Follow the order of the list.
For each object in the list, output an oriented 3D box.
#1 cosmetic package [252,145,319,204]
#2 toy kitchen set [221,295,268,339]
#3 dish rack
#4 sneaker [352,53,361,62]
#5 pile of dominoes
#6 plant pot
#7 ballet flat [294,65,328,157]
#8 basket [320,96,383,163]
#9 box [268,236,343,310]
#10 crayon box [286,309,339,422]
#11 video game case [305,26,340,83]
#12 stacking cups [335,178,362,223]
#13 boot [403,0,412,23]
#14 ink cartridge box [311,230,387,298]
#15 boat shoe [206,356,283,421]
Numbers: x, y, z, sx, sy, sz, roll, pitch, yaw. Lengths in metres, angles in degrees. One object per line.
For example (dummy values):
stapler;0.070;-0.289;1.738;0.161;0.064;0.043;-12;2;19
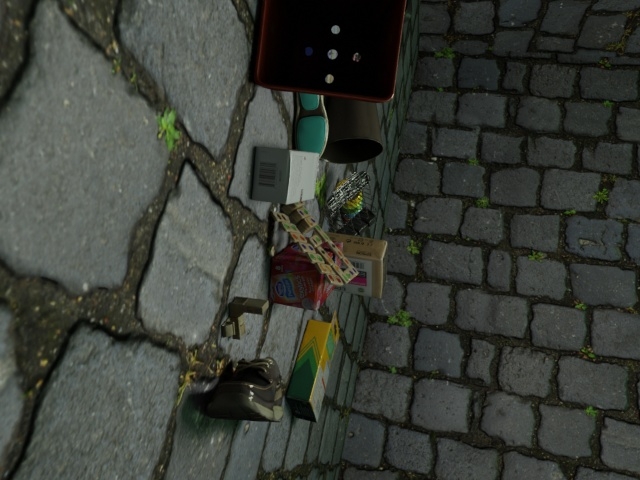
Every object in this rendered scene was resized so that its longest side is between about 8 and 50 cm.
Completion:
cosmetic package;-0.073;-0.147;1.201;0.231;0.086;0.117;-29;127;-72
toy kitchen set;-0.151;0.168;1.083;0.068;0.075;0.083;-51;143;-63
dish rack;0.092;-0.105;1.784;0.208;0.074;0.271;-41;142;-20
sneaker;0.146;-0.645;1.868;0.119;0.057;0.047;-28;128;-72
pile of dominoes;0.000;0.000;1.316;0.040;0.251;0.196;-42;176;20
plant pot;0.023;-0.418;1.116;0.236;0.267;0.267;-78;175;-85
ballet flat;-0.023;-0.320;1.327;0.086;0.086;0.248;-57;152;-60
basket;0.089;-0.363;1.583;0.154;0.204;0.226;26;61;-51
box;-0.032;0.079;1.413;0.257;0.128;0.122;-41;137;-70
crayon box;-0.018;0.408;1.776;0.203;0.083;0.322;80;23;-53
video game case;0.022;-0.548;1.395;0.244;0.061;0.269;-54;150;-64
stacking cups;0.122;-0.117;2.012;0.316;0.096;0.096;67;34;-66
boot;0.179;-0.882;1.714;0.260;0.131;0.347;27;44;-50
ink cartridge box;0.088;0.076;1.686;0.193;0.235;0.088;84;20;-45
boat shoe;-0.150;0.308;1.117;0.355;0.132;0.130;87;6;-71
